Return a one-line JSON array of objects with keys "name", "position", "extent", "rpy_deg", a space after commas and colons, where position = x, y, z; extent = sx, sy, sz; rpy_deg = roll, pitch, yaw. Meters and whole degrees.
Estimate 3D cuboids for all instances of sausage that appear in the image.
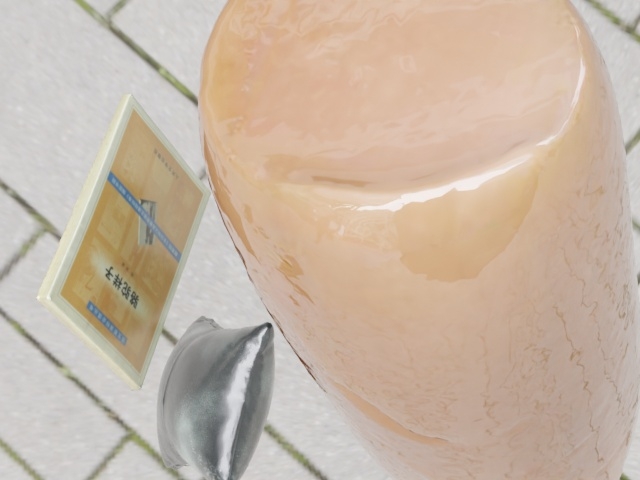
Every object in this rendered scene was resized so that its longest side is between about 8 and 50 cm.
[{"name": "sausage", "position": [0.049, 0.019, 0.484], "extent": [0.121, 0.304, 0.121], "rpy_deg": [-6, 62, 11]}]

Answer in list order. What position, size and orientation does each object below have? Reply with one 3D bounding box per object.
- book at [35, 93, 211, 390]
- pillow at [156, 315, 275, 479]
[{"name": "book", "position": [-0.184, 0.000, 1.359], "extent": [0.018, 0.170, 0.242], "rpy_deg": [-3, 54, 29]}, {"name": "pillow", "position": [-0.118, 0.174, 1.541], "extent": [0.106, 0.250, 0.186], "rpy_deg": [15, 82, -19]}]
